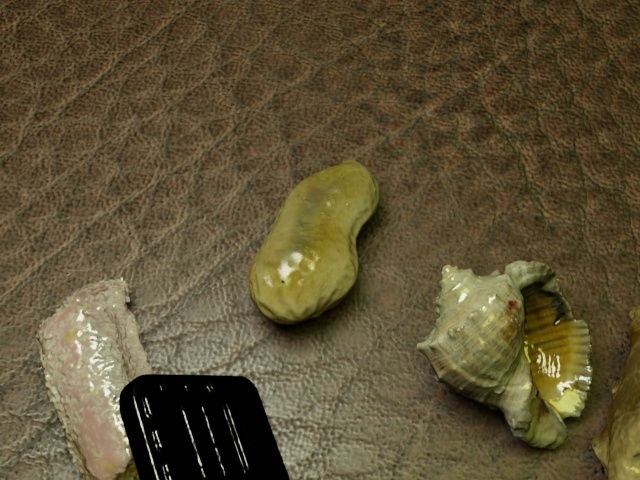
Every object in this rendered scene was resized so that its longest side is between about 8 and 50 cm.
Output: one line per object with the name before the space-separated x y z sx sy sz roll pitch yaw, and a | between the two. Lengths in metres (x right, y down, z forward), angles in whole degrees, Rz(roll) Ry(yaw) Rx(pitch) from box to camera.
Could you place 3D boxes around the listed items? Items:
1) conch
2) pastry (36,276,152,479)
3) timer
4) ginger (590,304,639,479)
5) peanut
conch | 0.211 0.119 1.144 0.178 0.163 0.245 -34 98 0
pastry | -0.241 0.150 1.133 0.103 0.112 0.265 -24 61 9
timer | -0.123 0.212 1.084 0.055 0.187 0.144 -36 62 30
ginger | 0.380 0.169 1.123 0.123 0.270 0.219 43 107 -10
peanut | 0.000 0.000 1.221 0.120 0.110 0.236 13 54 29
